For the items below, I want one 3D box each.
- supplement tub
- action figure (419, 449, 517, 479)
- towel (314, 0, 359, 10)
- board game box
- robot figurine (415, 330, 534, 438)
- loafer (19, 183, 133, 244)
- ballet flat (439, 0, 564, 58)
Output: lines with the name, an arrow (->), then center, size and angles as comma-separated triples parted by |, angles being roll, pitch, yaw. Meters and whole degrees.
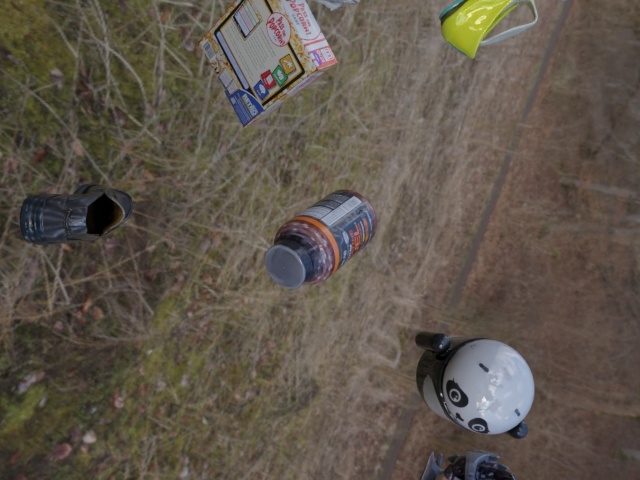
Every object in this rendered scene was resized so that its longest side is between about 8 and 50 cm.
supplement tub -> 0.000, 0.000, 0.867 | 0.198, 0.106, 0.106 | -38, 144, -48
action figure -> 0.146, 0.284, 0.512 | 0.285, 0.099, 0.185 | 128, -28, -65
towel -> -0.016, -0.429, 0.656 | 0.187, 0.049, 0.282 | 5, 101, -28
board game box -> -0.082, -0.267, 0.806 | 0.045, 0.193, 0.146 | -34, 98, -40
robot figurine -> 0.282, 0.270, 1.080 | 0.278, 0.209, 0.173 | 142, -44, -79
loafer -> -0.231, -0.025, 0.589 | 0.170, 0.061, 0.062 | -58, 151, -75
ballet flat -> 0.254, -0.306, 0.685 | 0.231, 0.077, 0.077 | -35, 175, 12
